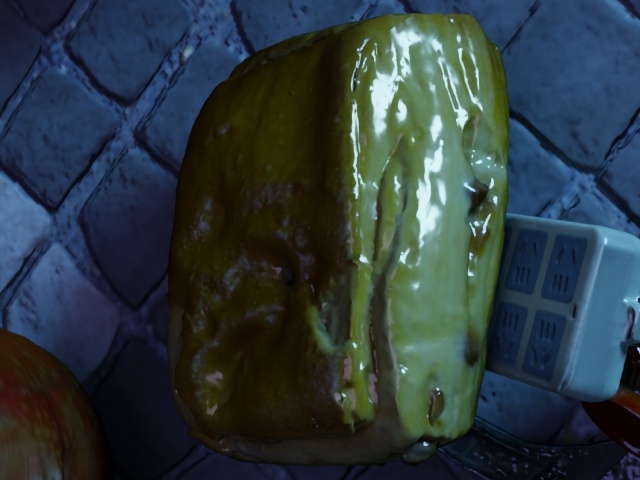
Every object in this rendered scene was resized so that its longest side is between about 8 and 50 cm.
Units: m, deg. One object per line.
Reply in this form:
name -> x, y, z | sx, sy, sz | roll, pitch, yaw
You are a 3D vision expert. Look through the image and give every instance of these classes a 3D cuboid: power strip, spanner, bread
power strip -> 0.102, 0.028, 0.973 | 0.192, 0.035, 0.081 | 14, 90, 68
spanner -> 0.065, 0.097, 1.056 | 0.325, 0.026, 0.093 | 26, 100, 29
bread -> 0.000, 0.000, 1.010 | 0.210, 0.099, 0.235 | -9, 70, 54

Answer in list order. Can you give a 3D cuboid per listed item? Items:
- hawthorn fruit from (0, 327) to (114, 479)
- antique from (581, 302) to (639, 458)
hawthorn fruit -> -0.260, 0.170, 1.114 | 0.299, 0.275, 0.275 | -8, 84, 44
antique -> 0.179, 0.058, 0.950 | 0.104, 0.104, 0.104 | -1, 88, 30
